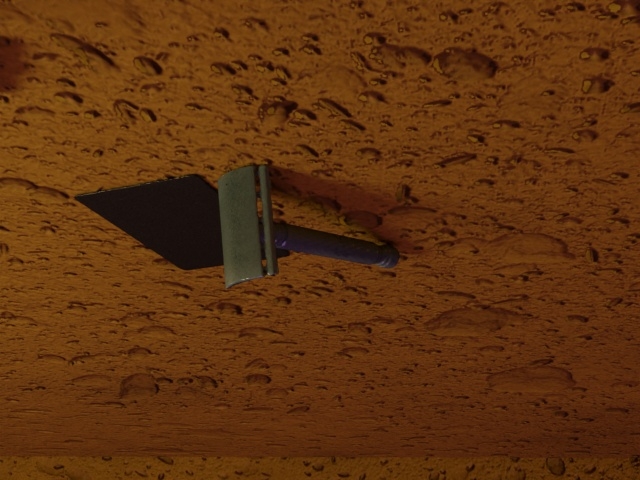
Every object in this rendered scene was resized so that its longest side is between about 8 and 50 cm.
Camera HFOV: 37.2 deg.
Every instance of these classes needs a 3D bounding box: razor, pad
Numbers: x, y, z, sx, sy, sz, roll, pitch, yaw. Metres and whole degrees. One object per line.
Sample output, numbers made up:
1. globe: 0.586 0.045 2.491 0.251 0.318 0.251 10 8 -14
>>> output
1. razor: 0.000 0.000 0.940 0.068 0.106 0.232 -18 161 40
2. pad: -0.138 -0.013 0.995 0.143 0.003 0.211 -8 155 22
